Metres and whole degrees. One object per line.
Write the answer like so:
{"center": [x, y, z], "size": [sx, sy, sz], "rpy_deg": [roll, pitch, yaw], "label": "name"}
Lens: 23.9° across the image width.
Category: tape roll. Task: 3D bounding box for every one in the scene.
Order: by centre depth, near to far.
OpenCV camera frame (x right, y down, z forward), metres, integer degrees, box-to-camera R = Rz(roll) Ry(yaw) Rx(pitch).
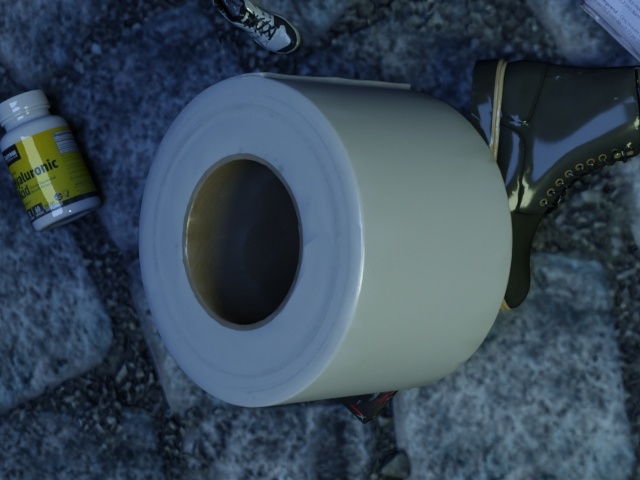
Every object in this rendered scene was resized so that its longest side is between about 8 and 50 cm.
{"center": [0.000, 0.000, 1.156], "size": [0.246, 0.169, 0.246], "rpy_deg": [2, 93, 45], "label": "tape roll"}

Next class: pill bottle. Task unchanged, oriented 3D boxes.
{"center": [-0.245, -0.072, 1.344], "size": [0.065, 0.065, 0.116], "rpy_deg": [-25, 87, 23], "label": "pill bottle"}

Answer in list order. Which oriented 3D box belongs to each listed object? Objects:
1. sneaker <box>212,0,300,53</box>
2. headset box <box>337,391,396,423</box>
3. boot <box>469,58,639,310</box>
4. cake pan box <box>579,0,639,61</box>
{"center": [-0.056, -0.182, 1.268], "size": [0.083, 0.037, 0.032], "rpy_deg": [33, 106, 13], "label": "sneaker"}
{"center": [0.044, 0.102, 1.271], "size": [0.062, 0.032, 0.083], "rpy_deg": [44, 112, 11], "label": "headset box"}
{"center": [0.188, -0.043, 1.175], "size": [0.137, 0.077, 0.197], "rpy_deg": [0, 98, 16], "label": "boot"}
{"center": [0.367, -0.172, 1.085], "size": [0.267, 0.070, 0.245], "rpy_deg": [45, 111, 10], "label": "cake pan box"}
